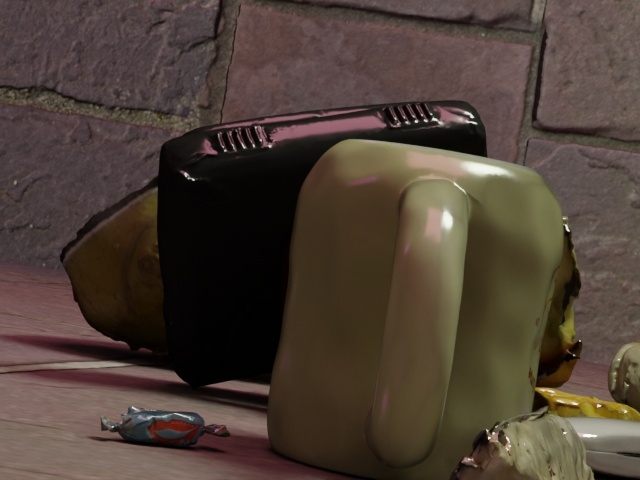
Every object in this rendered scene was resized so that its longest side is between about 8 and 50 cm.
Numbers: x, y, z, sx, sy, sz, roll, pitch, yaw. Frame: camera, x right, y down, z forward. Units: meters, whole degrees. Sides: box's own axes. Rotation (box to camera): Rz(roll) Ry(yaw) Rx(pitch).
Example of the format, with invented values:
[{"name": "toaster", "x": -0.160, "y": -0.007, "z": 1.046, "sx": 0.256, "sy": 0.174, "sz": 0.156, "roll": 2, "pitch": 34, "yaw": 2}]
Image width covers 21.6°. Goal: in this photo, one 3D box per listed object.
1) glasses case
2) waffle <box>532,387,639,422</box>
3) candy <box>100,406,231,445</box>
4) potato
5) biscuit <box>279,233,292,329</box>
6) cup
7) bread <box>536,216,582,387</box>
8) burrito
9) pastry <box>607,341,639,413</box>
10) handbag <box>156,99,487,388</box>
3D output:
[{"name": "glasses case", "x": 0.228, "y": 0.155, "z": 1.244, "sx": 0.164, "sy": 0.041, "sz": 0.063, "roll": 10, "pitch": 1, "yaw": -34}, {"name": "waffle", "x": 0.129, "y": 0.138, "z": 1.387, "sx": 0.245, "sy": 0.052, "sz": 0.254, "roll": 8, "pitch": 1, "yaw": -43}, {"name": "candy", "x": -0.094, "y": 0.112, "z": 1.006, "sx": 0.083, "sy": 0.020, "sz": 0.030, "roll": 7, "pitch": 0, "yaw": -26}, {"name": "potato", "x": -0.083, "y": 0.043, "z": 1.616, "sx": 0.299, "sy": 0.196, "sz": 0.246, "roll": -20, "pitch": -19, "yaw": -7}, {"name": "biscuit", "x": 0.058, "y": 0.074, "z": 1.238, "sx": 0.063, "sy": 0.151, "sz": 0.235, "roll": -4, "pitch": 6, "yaw": -37}, {"name": "cup", "x": 0.043, "y": 0.042, "z": 1.034, "sx": 0.173, "sy": 0.202, "sz": 0.255, "roll": 9, "pitch": 0, "yaw": 26}, {"name": "bread", "x": 0.126, "y": 0.047, "z": 1.296, "sx": 0.169, "sy": 0.140, "sz": 0.160, "roll": 1, "pitch": -5, "yaw": -20}, {"name": "burrito", "x": 0.106, "y": 0.123, "z": 0.877, "sx": 0.058, "sy": 0.063, "sz": 0.229, "roll": -21, "pitch": -10, "yaw": 20}, {"name": "pastry", "x": 0.418, "y": 0.169, "z": 1.957, "sx": 0.165, "sy": 0.088, "sz": 0.166, "roll": 11, "pitch": -1, "yaw": 0}, {"name": "handbag", "x": 0.000, "y": 0.000, "z": 1.382, "sx": 0.275, "sy": 0.244, "sz": 0.088, "roll": -11, "pitch": 36, "yaw": -16}]
